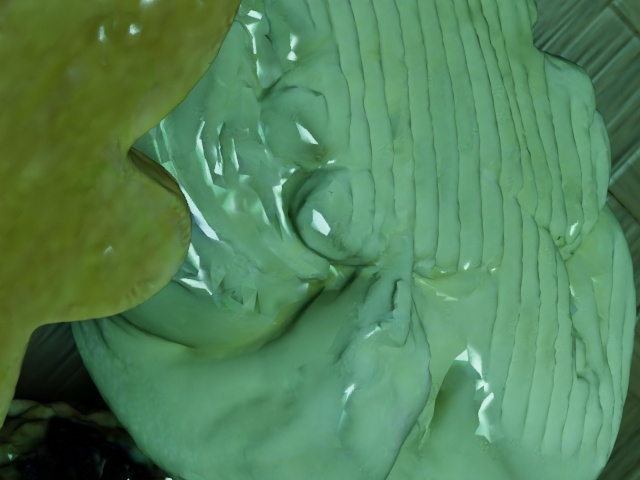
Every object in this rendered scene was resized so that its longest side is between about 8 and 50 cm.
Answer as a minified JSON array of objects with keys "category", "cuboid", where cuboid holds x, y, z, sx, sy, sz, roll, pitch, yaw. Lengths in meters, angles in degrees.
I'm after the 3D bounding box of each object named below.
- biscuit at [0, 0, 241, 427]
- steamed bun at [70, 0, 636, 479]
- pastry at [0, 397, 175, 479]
[{"category":"biscuit","cuboid":[-0.165,-0.056,0.644,0.275,0.052,0.355,11,114,-32]},{"category":"steamed bun","cuboid":[0.000,0.000,0.887,0.352,0.247,0.339,2,74,-49]},{"category":"pastry","cuboid":[-0.165,0.238,0.879,0.405,0.337,0.292,34,130,5]}]
